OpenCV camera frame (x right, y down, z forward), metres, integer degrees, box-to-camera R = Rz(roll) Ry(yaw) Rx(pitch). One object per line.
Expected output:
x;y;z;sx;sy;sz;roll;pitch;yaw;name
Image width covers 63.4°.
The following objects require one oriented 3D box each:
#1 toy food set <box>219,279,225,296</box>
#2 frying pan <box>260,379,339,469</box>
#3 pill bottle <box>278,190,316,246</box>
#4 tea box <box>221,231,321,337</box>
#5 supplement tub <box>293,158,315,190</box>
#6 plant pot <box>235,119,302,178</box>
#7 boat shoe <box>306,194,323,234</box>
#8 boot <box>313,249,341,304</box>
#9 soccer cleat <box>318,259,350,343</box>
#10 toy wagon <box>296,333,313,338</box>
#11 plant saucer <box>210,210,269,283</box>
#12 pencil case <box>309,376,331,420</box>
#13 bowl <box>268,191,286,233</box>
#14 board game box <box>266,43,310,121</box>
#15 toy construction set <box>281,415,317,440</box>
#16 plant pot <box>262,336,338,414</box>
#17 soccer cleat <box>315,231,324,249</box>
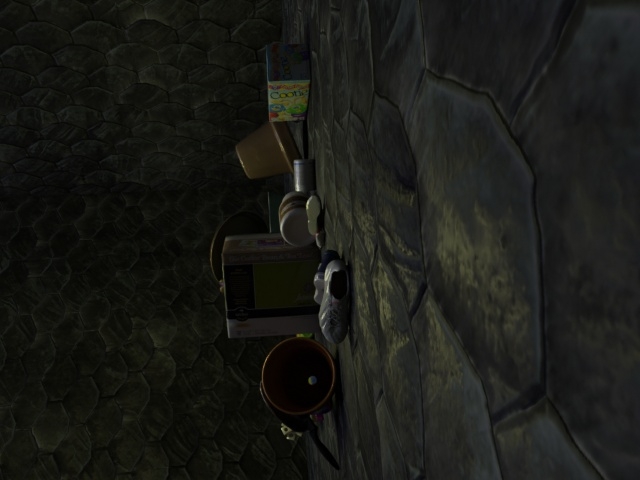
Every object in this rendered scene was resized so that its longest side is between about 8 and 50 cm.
-0.347;0.148;1.848;0.078;0.019;0.122;95;170;-53;toy food set
-0.063;0.524;1.511;0.326;0.053;0.197;49;-170;30;frying pan
-0.074;-0.083;1.739;0.229;0.131;0.131;-106;14;-65;pill bottle
-0.171;0.150;1.848;0.220;0.329;0.323;-108;17;-70;tea box
-0.054;-0.223;1.765;0.071;0.071;0.107;-124;32;-79;supplement tub
-0.207;-0.357;2.071;0.263;0.229;0.263;-22;-90;-88;plant pot
-0.012;-0.081;1.567;0.043;0.049;0.137;-40;-40;-45;boat shoe
0.026;0.098;1.271;0.190;0.069;0.086;90;-163;-63;boot
0.033;0.141;1.143;0.076;0.068;0.196;-132;42;-76;soccer cleat
-0.072;0.411;2.303;0.267;0.068;0.344;157;109;-84;toy wagon
-0.313;0.035;1.983;0.310;0.050;0.310;-22;-62;-48;plant saucer
-0.022;0.469;1.718;0.236;0.104;0.104;-99;8;-52;pencil case
-0.122;-0.044;2.077;0.311;0.163;0.311;177;90;-84;bowl
-0.116;-0.551;1.831;0.275;0.142;0.144;108;159;-75;board game box
-0.073;0.713;2.185;0.327;0.151;0.215;111;157;-50;toy construction set
-0.042;0.392;1.476;0.188;0.205;0.205;61;-158;-67;plant pot
0.000;0.000;1.579;0.083;0.029;0.035;92;164;-66;soccer cleat
